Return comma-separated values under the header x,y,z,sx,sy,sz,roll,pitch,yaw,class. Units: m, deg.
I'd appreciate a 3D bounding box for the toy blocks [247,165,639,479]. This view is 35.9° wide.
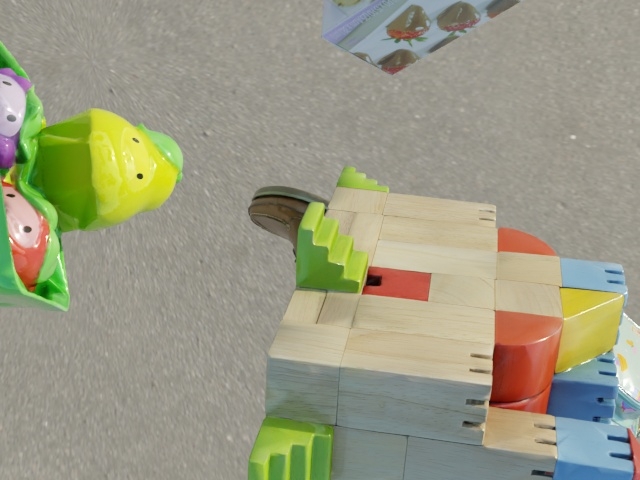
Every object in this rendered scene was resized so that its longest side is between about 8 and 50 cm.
x,y,z,sx,sy,sz,roll,pitch,yaw,class
0.115,0.071,0.760,0.261,0.381,0.190,7,116,7,toy blocks

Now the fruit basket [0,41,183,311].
x,y,z,sx,sy,sz,roll,pitch,yaw,class
-0.375,-0.092,1.345,0.392,0.283,0.391,0,79,1,fruit basket

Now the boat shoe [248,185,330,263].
x,y,z,sx,sy,sz,roll,pitch,yaw,class
0.000,0.000,1.400,0.111,0.307,0.104,35,75,-46,boat shoe

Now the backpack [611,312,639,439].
x,y,z,sx,sy,sz,roll,pitch,yaw,class
0.238,0.137,0.948,0.166,0.144,0.188,45,43,-4,backpack

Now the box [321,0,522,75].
x,y,z,sx,sy,sz,roll,pitch,yaw,class
0.127,-0.185,0.511,0.063,0.324,0.067,21,61,-36,box
